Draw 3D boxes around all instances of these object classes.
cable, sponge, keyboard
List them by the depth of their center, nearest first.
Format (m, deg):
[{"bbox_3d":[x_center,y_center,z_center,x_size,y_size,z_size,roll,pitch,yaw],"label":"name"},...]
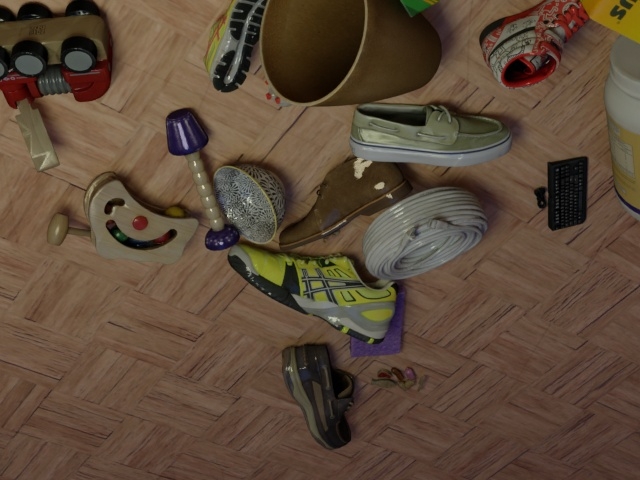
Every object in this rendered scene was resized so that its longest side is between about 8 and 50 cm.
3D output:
[{"bbox_3d":[0.201,-0.009,1.869,0.257,0.089,0.257,-5,154,-40],"label":"cable"},{"bbox_3d":[0.488,-0.090,1.930,0.108,0.023,0.180,-10,133,4],"label":"keyboard"},{"bbox_3d":[0.126,0.184,2.147,0.117,0.031,0.210,-4,133,-4],"label":"sponge"}]

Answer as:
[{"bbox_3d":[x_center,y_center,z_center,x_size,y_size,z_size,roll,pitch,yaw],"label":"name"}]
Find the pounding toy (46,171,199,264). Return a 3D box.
[{"bbox_3d":[-0.385,-0.055,1.843,0.269,0.155,0.154,6,105,-24],"label":"pounding toy"}]

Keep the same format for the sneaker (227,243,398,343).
[{"bbox_3d":[-0.014,0.081,1.990,0.385,0.145,0.147,25,92,-20],"label":"sneaker"}]

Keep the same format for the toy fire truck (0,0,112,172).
[{"bbox_3d":[-0.453,-0.255,1.605,0.217,0.158,0.246,-5,145,-1],"label":"toy fire truck"}]

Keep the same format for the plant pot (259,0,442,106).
[{"bbox_3d":[0.073,-0.321,1.534,0.254,0.237,0.237,1,140,-44],"label":"plant pot"}]

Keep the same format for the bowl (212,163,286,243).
[{"bbox_3d":[-0.120,-0.084,1.814,0.080,0.170,0.170,-37,146,-34],"label":"bowl"}]

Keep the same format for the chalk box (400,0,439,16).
[{"bbox_3d":[0.125,-0.507,1.366,0.179,0.180,0.289,-27,137,17],"label":"chalk box"}]

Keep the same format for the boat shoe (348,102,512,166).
[{"bbox_3d":[0.203,-0.199,1.741,0.302,0.109,0.094,-2,132,0],"label":"boat shoe"}]

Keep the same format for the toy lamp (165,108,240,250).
[{"bbox_3d":[-0.224,-0.113,1.772,0.080,0.080,0.274,-11,119,5],"label":"toy lamp"}]

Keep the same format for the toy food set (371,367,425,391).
[{"bbox_3d":[0.189,0.332,2.306,0.122,0.019,0.078,12,131,-6],"label":"toy food set"}]

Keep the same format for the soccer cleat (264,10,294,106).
[{"bbox_3d":[-0.058,-0.324,1.630,0.076,0.068,0.196,-25,131,-32],"label":"soccer cleat"}]

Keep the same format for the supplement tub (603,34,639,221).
[{"bbox_3d":[0.631,-0.207,1.681,0.241,0.241,0.331,-15,133,9],"label":"supplement tub"}]

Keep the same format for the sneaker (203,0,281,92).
[{"bbox_3d":[-0.141,-0.355,1.571,0.081,0.094,0.208,15,116,-40],"label":"sneaker"}]

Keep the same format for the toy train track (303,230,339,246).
[{"bbox_3d":[0.000,0.000,1.946,0.083,0.014,0.048,-17,169,-13],"label":"toy train track"}]

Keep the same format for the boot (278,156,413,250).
[{"bbox_3d":[0.027,-0.079,1.865,0.305,0.112,0.115,-29,99,26],"label":"boot"}]

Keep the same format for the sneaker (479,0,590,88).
[{"bbox_3d":[0.401,-0.352,1.586,0.270,0.145,0.090,-27,130,19],"label":"sneaker"}]

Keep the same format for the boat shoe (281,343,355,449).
[{"bbox_3d":[0.021,0.375,2.252,0.130,0.132,0.355,-17,134,10],"label":"boat shoe"}]

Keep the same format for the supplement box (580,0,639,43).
[{"bbox_3d":[0.465,-0.446,1.357,0.195,0.356,0.194,18,128,-22],"label":"supplement box"}]
